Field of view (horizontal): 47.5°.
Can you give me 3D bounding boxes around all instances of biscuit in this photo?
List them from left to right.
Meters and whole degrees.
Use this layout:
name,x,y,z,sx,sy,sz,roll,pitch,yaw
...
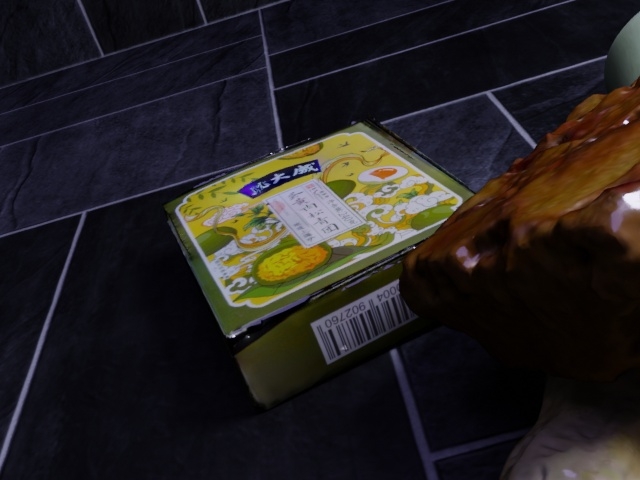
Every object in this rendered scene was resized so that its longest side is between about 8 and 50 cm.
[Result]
name,x,y,z,sx,sy,sz,roll,pitch,yaw
biscuit,0.298,-0.041,0.688,0.395,0.166,0.342,-39,9,-22

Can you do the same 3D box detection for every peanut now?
name,x,y,z,sx,sy,sz,roll,pitch,yaw
peanut,0.241,0.188,0.642,0.149,0.149,0.313,3,34,30

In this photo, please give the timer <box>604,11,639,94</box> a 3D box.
name,x,y,z,sx,sy,sz,roll,pitch,yaw
timer,0.520,-0.125,0.908,0.290,0.291,0.315,-5,56,20

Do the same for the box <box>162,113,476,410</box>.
name,x,y,z,sx,sy,sz,roll,pitch,yaw
box,0.000,0.000,1.043,0.373,0.138,0.420,-25,32,-10
